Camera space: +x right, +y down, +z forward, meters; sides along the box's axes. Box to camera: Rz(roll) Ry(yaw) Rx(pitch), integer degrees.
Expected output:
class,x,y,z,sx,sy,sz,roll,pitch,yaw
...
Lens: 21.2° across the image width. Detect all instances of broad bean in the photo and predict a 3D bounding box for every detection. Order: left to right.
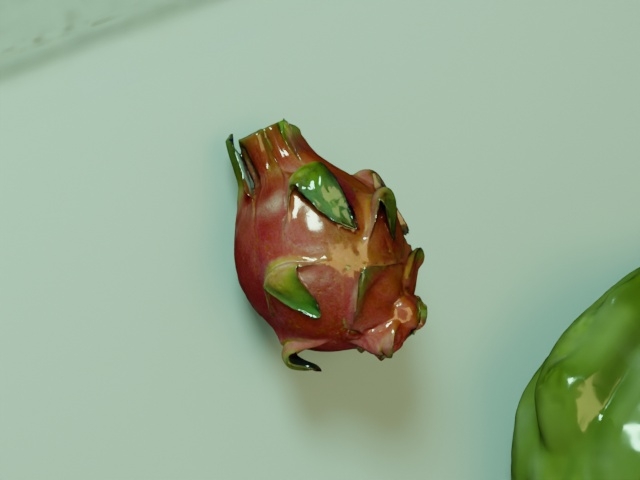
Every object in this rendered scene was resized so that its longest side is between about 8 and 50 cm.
class,x,y,z,sx,sy,sz,roll,pitch,yaw
broad bean,0.219,0.115,0.880,0.291,0.119,0.238,5,79,-35

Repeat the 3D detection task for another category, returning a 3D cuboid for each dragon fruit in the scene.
class,x,y,z,sx,sy,sz,roll,pitch,yaw
dragon fruit,-0.001,-0.001,0.758,0.081,0.086,0.116,-28,100,10
